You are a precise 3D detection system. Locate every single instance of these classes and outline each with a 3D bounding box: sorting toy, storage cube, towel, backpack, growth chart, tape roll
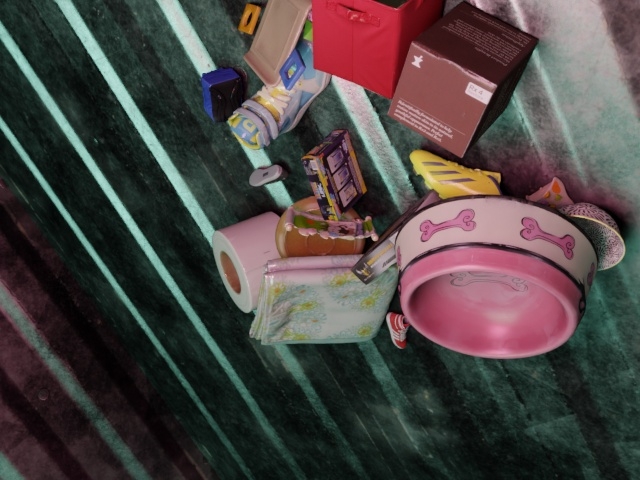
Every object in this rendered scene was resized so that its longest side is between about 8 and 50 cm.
[{"bbox_3d":[-0.081,-0.437,1.461,0.196,0.047,0.347,-60,39,22],"label":"sorting toy"},{"bbox_3d":[0.109,-0.416,1.289,0.184,0.215,0.193,26,145,21],"label":"storage cube"},{"bbox_3d":[0.011,0.164,1.829,0.320,0.374,0.090,105,157,-50],"label":"towel"},{"bbox_3d":[-0.248,-0.366,1.741,0.101,0.098,0.120,51,153,42],"label":"backpack"},{"bbox_3d":[0.026,-0.037,1.659,0.237,0.172,0.021,8,110,-12],"label":"growth chart"},{"bbox_3d":[-0.177,0.059,1.932,0.246,0.169,0.246,48,150,40],"label":"tape roll"},{"bbox_3d":[0.474,-0.078,1.409,0.075,0.045,0.083,30,144,-13],"label":"sorting toy"}]

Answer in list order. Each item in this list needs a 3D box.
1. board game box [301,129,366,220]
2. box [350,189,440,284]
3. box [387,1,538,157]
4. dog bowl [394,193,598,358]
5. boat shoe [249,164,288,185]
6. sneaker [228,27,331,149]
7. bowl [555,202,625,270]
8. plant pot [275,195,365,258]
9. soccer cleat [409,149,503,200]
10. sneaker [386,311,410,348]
[{"bbox_3d":[0.035,-0.155,1.638,0.048,0.141,0.170,3,126,37],"label":"board game box"},{"bbox_3d":[0.187,-0.011,1.601,0.056,0.183,0.231,44,142,-2],"label":"box"},{"bbox_3d":[0.259,-0.297,1.263,0.168,0.203,0.167,34,141,14],"label":"box"},{"bbox_3d":[0.340,0.094,1.390,0.408,0.150,0.408,11,146,8],"label":"dog bowl"},{"bbox_3d":[-0.141,-0.169,1.860,0.040,0.049,0.142,21,162,-36],"label":"boat shoe"},{"bbox_3d":[-0.098,-0.320,1.554,0.127,0.208,0.319,40,140,7],"label":"sneaker"},{"bbox_3d":[0.518,-0.021,1.367,0.170,0.080,0.170,19,148,13],"label":"bowl"},{"bbox_3d":[0.000,0.000,1.789,0.236,0.032,0.236,0,114,0],"label":"plant pot"},{"bbox_3d":[0.322,-0.117,1.484,0.289,0.093,0.121,40,111,12],"label":"soccer cleat"},{"bbox_3d":[0.229,0.253,1.915,0.067,0.042,0.118,1,123,45],"label":"sneaker"}]
